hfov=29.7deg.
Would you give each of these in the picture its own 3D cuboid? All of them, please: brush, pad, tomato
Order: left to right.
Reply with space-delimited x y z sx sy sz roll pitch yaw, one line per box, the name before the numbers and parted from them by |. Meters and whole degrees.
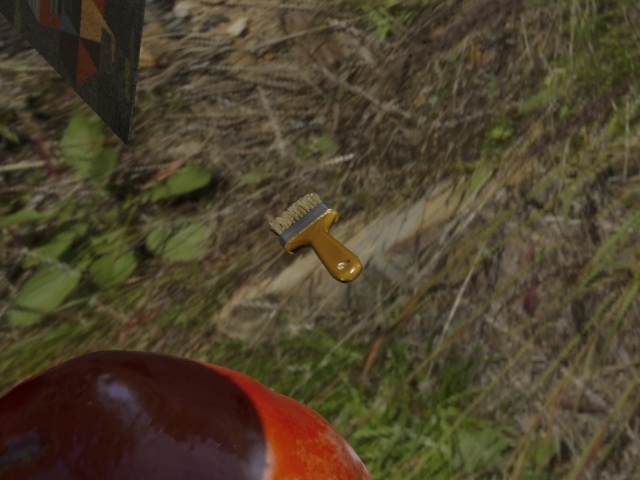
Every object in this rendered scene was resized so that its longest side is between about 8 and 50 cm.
pad | -0.200 -0.187 0.940 0.211 0.003 0.143 44 139 30
tomato | -0.113 0.240 0.860 0.325 0.290 0.293 -2 152 21
brush | 0.000 0.000 0.772 0.043 0.170 0.014 -39 109 -1
